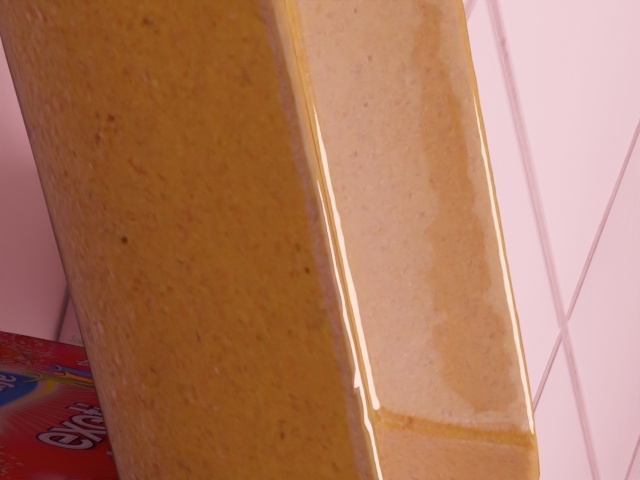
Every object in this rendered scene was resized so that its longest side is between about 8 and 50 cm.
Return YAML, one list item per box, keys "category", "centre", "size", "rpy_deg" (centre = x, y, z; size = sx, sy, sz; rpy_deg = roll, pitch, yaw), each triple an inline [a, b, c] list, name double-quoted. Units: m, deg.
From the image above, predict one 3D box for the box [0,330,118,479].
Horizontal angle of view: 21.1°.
- category: "box"
  centre: [-0.107, 0.105, 0.511]
  size: [0.257, 0.128, 0.122]
  rpy_deg: [-18, 117, -78]

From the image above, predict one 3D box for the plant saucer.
- category: "plant saucer"
  centre: [0.000, 0.000, 0.519]
  size: [0.333, 0.081, 0.332]
  rpy_deg: [-68, 148, -68]

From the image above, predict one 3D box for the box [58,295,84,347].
- category: "box"
  centre: [-0.039, 0.018, 0.721]
  size: [0.087, 0.101, 0.102]
  rpy_deg: [18, 87, -68]
